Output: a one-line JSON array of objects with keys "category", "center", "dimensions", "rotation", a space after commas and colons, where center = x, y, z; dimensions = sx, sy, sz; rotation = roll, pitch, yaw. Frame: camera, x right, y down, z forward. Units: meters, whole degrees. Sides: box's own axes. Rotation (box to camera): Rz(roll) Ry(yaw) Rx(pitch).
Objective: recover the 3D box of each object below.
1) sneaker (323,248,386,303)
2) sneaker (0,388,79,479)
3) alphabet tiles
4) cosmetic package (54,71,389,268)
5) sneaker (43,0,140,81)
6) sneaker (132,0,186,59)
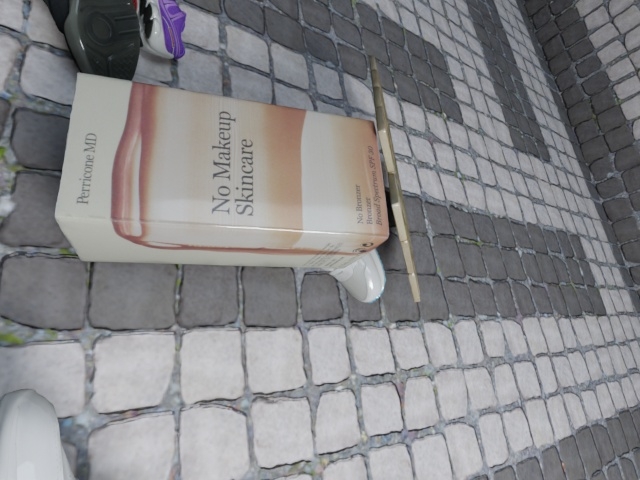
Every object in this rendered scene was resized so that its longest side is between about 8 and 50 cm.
[{"category": "sneaker", "center": [0.000, 0.000, 0.576], "dimensions": [0.092, 0.087, 0.228], "rotation": [-35, 86, -36]}, {"category": "sneaker", "center": [-0.181, 0.258, 0.307], "dimensions": [0.152, 0.114, 0.304], "rotation": [-6, 79, -52]}, {"category": "alphabet tiles", "center": [0.110, -0.094, 0.606], "dimensions": [0.342, 0.011, 0.285], "rotation": [-87, 161, -47]}, {"category": "cosmetic package", "center": [-0.092, -0.057, 0.437], "dimensions": [0.297, 0.129, 0.153], "rotation": [1, 71, -20]}, {"category": "sneaker", "center": [-0.295, -0.288, 0.476], "dimensions": [0.087, 0.131, 0.227], "rotation": [-38, 123, -47]}, {"category": "sneaker", "center": [-0.224, -0.328, 0.568], "dimensions": [0.071, 0.069, 0.169], "rotation": [3, 76, -54]}]
